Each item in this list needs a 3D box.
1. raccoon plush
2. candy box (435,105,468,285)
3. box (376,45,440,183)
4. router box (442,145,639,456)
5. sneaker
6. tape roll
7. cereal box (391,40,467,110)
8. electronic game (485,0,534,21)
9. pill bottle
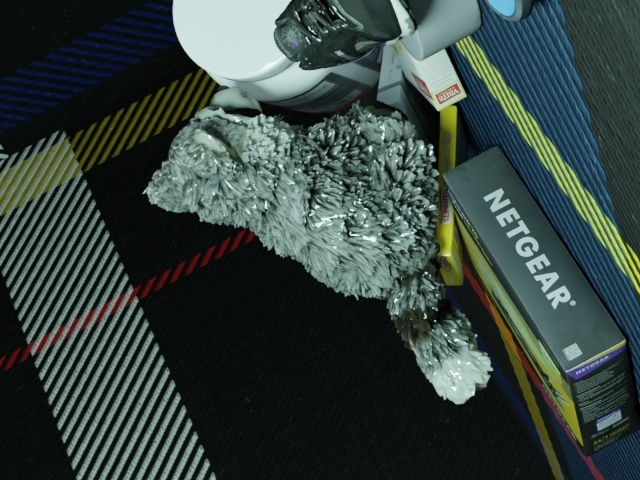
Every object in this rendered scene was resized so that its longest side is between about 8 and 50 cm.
[{"bbox_3d":[0.000,0.000,1.954,0.446,0.299,0.216,56,140,28],"label":"raccoon plush"},{"bbox_3d":[0.167,-0.057,2.108,0.105,0.027,0.206,65,-153,-65],"label":"candy box"},{"bbox_3d":[0.120,-0.163,2.181,0.186,0.038,0.145,-82,-32,-57],"label":"box"},{"bbox_3d":[0.264,0.074,1.979,0.309,0.081,0.243,61,178,34],"label":"router box"},{"bbox_3d":[0.017,-0.217,1.651,0.107,0.124,0.283,61,178,5],"label":"sneaker"},{"bbox_3d":[0.083,-0.297,1.711,0.219,0.072,0.219,61,179,2],"label":"tape roll"},{"bbox_3d":[0.092,-0.286,2.006,0.240,0.047,0.173,63,180,-23],"label":"cereal box"},{"bbox_3d":[0.115,-0.285,1.373,0.229,0.048,0.229,62,178,3],"label":"electronic game"},{"bbox_3d":[-0.046,-0.279,2.151,0.210,0.210,0.363,62,-166,8],"label":"pill bottle"}]
